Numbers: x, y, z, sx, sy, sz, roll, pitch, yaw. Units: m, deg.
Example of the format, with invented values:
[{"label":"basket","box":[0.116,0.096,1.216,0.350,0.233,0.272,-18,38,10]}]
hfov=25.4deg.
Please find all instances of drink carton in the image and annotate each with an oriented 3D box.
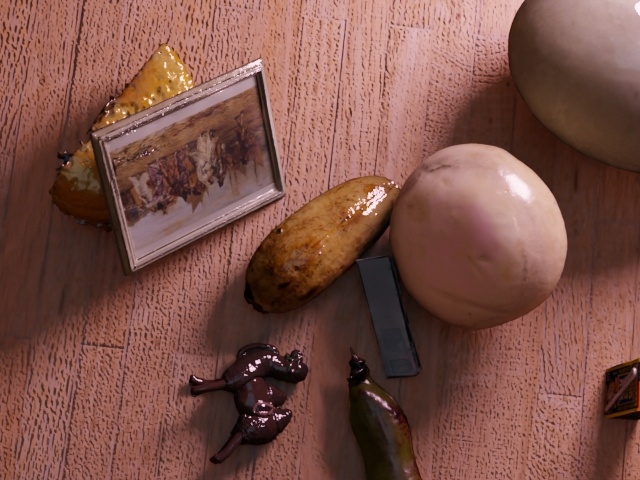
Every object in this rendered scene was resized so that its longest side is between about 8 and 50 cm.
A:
[{"label":"drink carton","box":[0.415,0.196,1.863,0.056,0.165,0.071,2,79,-2]}]

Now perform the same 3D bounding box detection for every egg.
[{"label":"egg","box":[0.419,-0.225,1.898,0.352,0.258,0.258,30,80,2]}]

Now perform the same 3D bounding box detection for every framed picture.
[{"label":"framed picture","box":[-0.162,-0.095,1.857,0.274,0.017,0.217,-30,126,-28]}]

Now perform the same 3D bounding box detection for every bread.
[{"label":"bread","box":[-0.237,-0.123,1.905,0.147,0.160,0.260,38,74,-2]}]

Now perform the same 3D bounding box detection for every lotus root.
[{"label":"lotus root","box":[0.000,0.000,1.921,0.258,0.097,0.110,-42,81,-12]}]

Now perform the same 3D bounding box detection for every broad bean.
[{"label":"broad bean","box":[0.093,0.304,1.883,0.077,0.061,0.339,-14,79,3]}]

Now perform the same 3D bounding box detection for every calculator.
[{"label":"calculator","box":[0.093,0.102,1.905,0.057,0.018,0.172,-10,103,28]}]

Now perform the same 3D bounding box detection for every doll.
[{"label":"doll","box":[-0.089,0.209,1.899,0.165,0.057,0.139,-19,78,-10]}]

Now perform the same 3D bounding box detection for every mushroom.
[{"label":"mushroom","box":[0.218,-0.004,1.886,0.246,0.202,0.246,3,95,40]}]
